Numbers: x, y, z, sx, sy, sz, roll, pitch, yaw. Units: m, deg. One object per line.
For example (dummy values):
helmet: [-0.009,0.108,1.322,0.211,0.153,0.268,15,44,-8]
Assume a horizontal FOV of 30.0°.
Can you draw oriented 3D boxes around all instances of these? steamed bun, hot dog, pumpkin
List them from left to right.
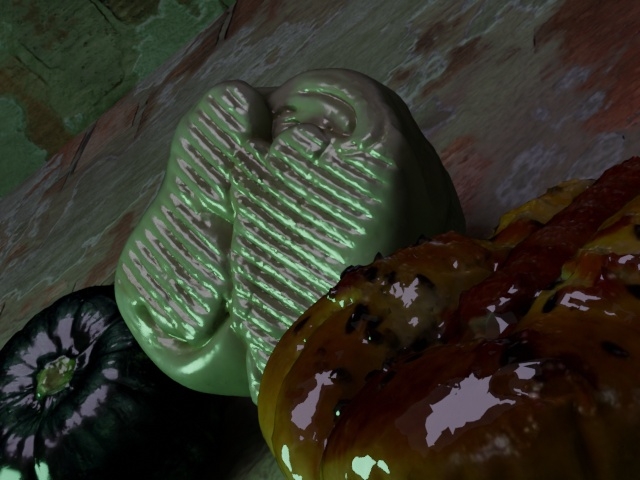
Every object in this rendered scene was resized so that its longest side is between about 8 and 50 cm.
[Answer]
pumpkin: [-0.245,0.206,1.369,0.315,0.238,0.315,-22,45,24]
steamed bun: [0.000,0.000,1.233,0.342,0.255,0.368,34,111,30]
hot dog: [0.138,0.079,0.825,0.365,0.196,0.367,-33,13,-19]
